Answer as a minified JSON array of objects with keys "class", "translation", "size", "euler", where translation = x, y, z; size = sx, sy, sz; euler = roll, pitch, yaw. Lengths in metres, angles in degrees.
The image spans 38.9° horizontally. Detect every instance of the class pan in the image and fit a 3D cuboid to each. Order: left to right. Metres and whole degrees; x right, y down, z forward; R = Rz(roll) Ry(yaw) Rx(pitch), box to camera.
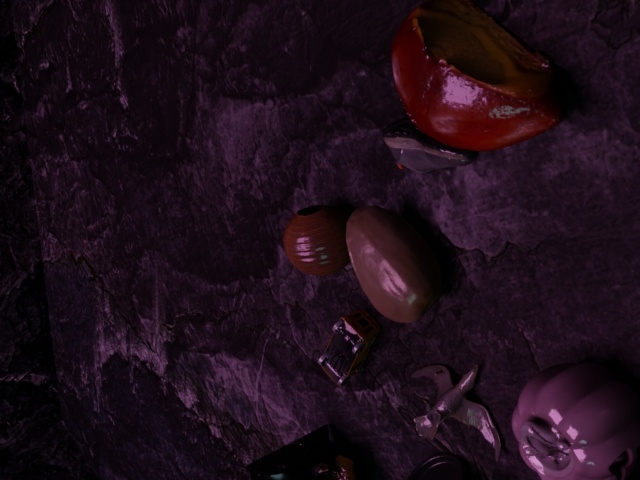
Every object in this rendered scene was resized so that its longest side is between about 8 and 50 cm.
[{"class":"pan","translation":[0.229,0.433,1.564],"size":[0.028,0.136,0.235],"euler":[43,152,-20]}]

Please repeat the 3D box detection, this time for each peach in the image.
[{"class":"peach","translation":[0.198,-0.198,1.204],"size":[0.267,0.159,0.154],"euler":[48,149,28]}]

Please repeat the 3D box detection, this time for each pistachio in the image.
[{"class":"pistachio","translation":[0.117,0.036,1.476],"size":[0.206,0.131,0.129],"euler":[56,173,18]}]

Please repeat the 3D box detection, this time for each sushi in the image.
[{"class":"sushi","translation":[0.009,0.542,1.869],"size":[0.212,0.215,0.227],"euler":[6,112,56]}]

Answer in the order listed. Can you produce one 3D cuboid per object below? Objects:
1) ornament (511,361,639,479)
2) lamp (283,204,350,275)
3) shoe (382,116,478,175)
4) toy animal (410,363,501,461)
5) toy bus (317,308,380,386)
[{"class":"ornament","translation":[0.345,0.256,1.226],"size":[0.177,0.177,0.177],"euler":[35,135,43]},{"class":"lamp","translation":[0.000,0.000,1.638],"size":[0.136,0.136,0.136],"euler":[35,135,43]},{"class":"shoe","translation":[0.171,-0.132,1.363],"size":[0.194,0.074,0.077],"euler":[24,139,53]},{"class":"toy animal","translation":[0.218,0.268,1.498],"size":[0.219,0.095,0.155],"euler":[48,147,30]},{"class":"toy bus","translation":[0.055,0.206,1.733],"size":[0.069,0.074,0.162],"euler":[45,140,22]}]
